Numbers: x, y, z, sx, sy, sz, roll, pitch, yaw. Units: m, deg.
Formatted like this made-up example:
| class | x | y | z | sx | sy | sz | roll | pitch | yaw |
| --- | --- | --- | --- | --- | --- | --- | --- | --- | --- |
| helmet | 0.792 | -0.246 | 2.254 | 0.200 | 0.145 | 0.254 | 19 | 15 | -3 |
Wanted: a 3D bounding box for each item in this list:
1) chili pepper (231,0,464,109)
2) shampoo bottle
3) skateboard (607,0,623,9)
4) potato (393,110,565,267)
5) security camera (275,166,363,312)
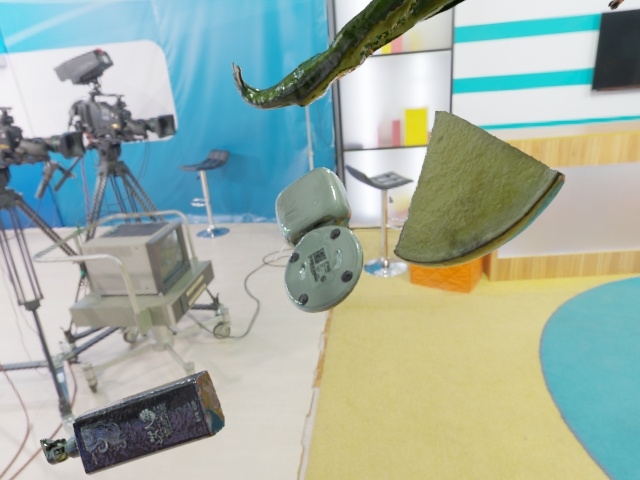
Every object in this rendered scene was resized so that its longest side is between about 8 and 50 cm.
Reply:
| class | x | y | z | sx | sy | sz | roll | pitch | yaw |
| --- | --- | --- | --- | --- | --- | --- | --- | --- | --- |
| chili pepper | 0.052 | -0.257 | 0.535 | 0.359 | 0.085 | 0.076 | -27 | 37 | 13 |
| shampoo bottle | -0.315 | 0.310 | 0.732 | 0.309 | 0.098 | 0.071 | -21 | -2 | 11 |
| skateboard | 0.358 | -0.330 | 0.552 | 0.032 | 0.064 | 0.083 | 20 | 29 | -54 |
| potato | 0.235 | -0.058 | 0.774 | 0.112 | 0.255 | 0.269 | 26 | 17 | -44 |
| security camera | 0.000 | 0.000 | 0.806 | 0.157 | 0.080 | 0.301 | -31 | 48 | 19 |
